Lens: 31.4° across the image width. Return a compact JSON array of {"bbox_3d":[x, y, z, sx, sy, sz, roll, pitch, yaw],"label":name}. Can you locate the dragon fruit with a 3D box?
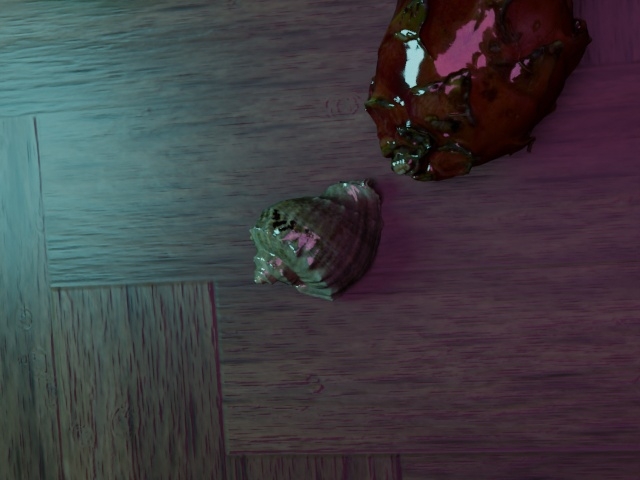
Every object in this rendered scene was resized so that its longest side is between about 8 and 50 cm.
[{"bbox_3d":[0.187,-0.226,1.394,0.250,0.250,0.315,18,112,11],"label":"dragon fruit"}]

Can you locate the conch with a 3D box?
[{"bbox_3d":[0.000,0.000,1.528,0.207,0.130,0.155,-39,120,-9],"label":"conch"}]
